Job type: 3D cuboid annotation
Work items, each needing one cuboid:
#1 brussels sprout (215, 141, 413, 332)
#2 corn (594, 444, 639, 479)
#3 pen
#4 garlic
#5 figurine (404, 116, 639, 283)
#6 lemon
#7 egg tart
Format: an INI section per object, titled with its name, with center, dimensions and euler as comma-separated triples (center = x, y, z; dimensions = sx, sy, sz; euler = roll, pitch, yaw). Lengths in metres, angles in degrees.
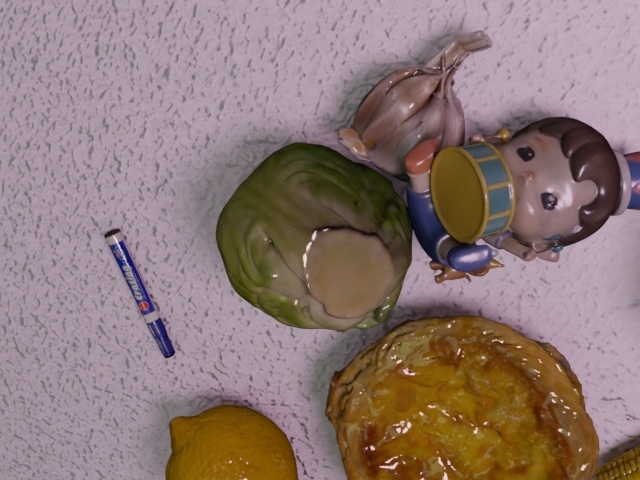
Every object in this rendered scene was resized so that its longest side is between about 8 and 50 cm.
[brussels sprout]
center = 0.000, 0.000, 0.840
dimensions = 0.244, 0.244, 0.244
euler = 5, 112, 14
[corn]
center = 0.455, 0.277, 0.904
dimensions = 0.244, 0.093, 0.093
euler = -38, 97, 24
[pen]
center = -0.259, 0.079, 1.065
dimensions = 0.025, 0.025, 0.204
euler = -16, 105, 20
[garlic]
center = 0.124, -0.149, 0.827
dimensions = 0.194, 0.131, 0.127
euler = -45, 76, 18
[figurine]
center = 0.226, -0.056, 0.783
dimensions = 0.161, 0.275, 0.158
euler = 68, 156, 12
[lemon]
center = -0.120, 0.334, 1.038
dimensions = 0.244, 0.187, 0.187
euler = 44, 115, -10
[egg tart]
center = 0.181, 0.233, 0.946
dimensions = 0.341, 0.129, 0.341
euler = 6, 111, 15
